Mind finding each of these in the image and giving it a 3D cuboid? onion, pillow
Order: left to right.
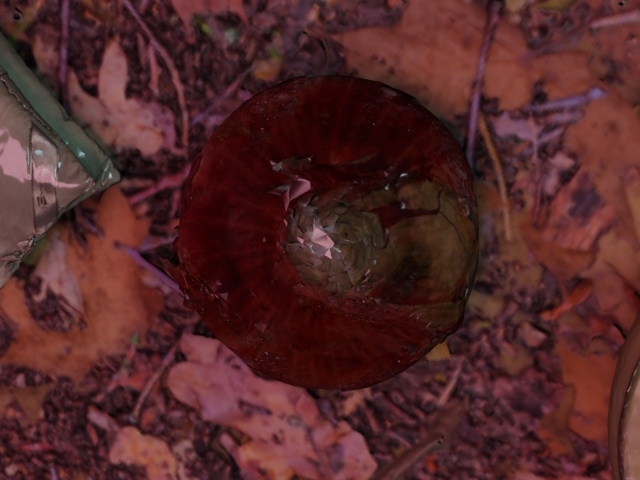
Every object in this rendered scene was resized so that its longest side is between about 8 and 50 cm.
[{"bbox_3d":[-0.227,-0.068,0.819,0.134,0.078,0.181,-41,86,26],"label":"pillow"},{"bbox_3d":[0.000,0.000,0.713,0.184,0.147,0.184,1,97,9],"label":"onion"}]

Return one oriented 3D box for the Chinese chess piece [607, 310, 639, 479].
[{"bbox_3d":[0.272,0.102,0.658,0.250,0.103,0.249,5,106,20],"label":"Chinese chess piece"}]
